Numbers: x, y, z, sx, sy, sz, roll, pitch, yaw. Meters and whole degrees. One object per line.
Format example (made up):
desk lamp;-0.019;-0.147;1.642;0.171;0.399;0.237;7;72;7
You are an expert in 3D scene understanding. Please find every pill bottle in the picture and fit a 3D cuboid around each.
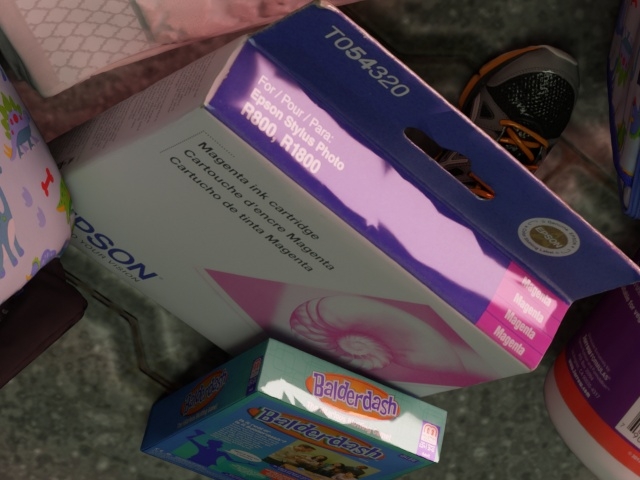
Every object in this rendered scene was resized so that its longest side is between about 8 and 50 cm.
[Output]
pill bottle;0.325;0.049;1.371;0.182;0.181;0.323;24;116;-21

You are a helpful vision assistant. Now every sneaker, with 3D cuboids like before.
sneaker;0.125;-0.051;1.339;0.084;0.083;0.215;26;114;-21

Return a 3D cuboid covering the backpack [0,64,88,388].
backpack;-0.309;-0.048;1.165;0.273;0.290;0.355;-38;93;24

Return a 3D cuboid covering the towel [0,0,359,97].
towel;-0.096;-0.238;1.137;0.317;0.053;0.332;-18;147;4

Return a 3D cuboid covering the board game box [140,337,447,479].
board game box;-0.025;0.150;1.401;0.160;0.047;0.210;25;151;-22

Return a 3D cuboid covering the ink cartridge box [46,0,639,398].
ink cartridge box;0.000;0.000;1.264;0.324;0.071;0.330;37;146;-25

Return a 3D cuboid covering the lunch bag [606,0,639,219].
lunch bag;0.251;-0.120;1.229;0.090;0.219;0.176;8;125;1
